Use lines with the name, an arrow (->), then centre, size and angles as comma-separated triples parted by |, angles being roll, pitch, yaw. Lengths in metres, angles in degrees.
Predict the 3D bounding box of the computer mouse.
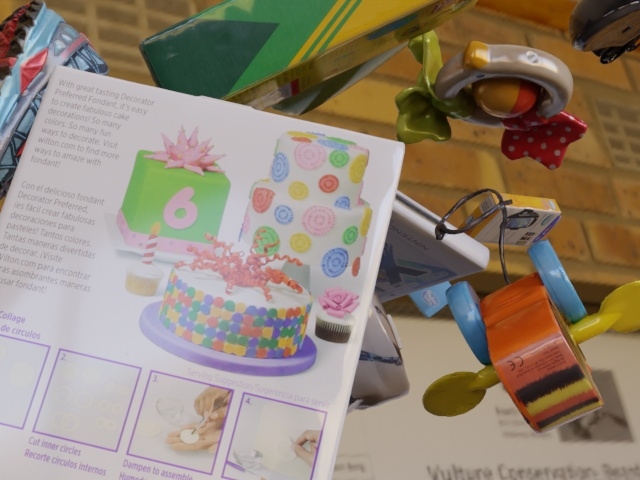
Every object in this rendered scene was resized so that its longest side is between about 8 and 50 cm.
computer mouse -> 0.444, -0.340, 1.500 | 0.188, 0.072, 0.272 | -35, -12, 35

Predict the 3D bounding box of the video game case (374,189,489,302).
video game case -> 0.000, 0.000, 1.311 | 0.300, 0.036, 0.329 | 30, -32, -28

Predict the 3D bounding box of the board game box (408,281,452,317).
board game box -> 0.090, -0.036, 1.662 | 0.064, 0.316, 0.242 | -37, -63, 3

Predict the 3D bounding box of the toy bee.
toy bee -> 0.188, 0.075, 0.820 | 0.195, 0.298, 0.162 | -21, -68, 32

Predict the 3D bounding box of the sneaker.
sneaker -> -0.279, -0.092, 0.947 | 0.125, 0.262, 0.104 | 32, -17, -34

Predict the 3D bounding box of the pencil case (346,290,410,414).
pencil case -> -0.101, 0.165, 0.987 | 0.410, 0.160, 0.183 | -28, -14, -7

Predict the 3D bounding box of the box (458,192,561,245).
box -> 0.267, -0.028, 1.387 | 0.136, 0.028, 0.081 | 3, -38, -34

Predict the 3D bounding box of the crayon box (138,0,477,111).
crayon box -> 0.002, -0.202, 0.941 | 0.318, 0.081, 0.202 | -25, 2, -1

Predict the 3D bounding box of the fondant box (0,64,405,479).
fondant box -> -0.098, 0.074, 0.635 | 0.238, 0.330, 0.096 | 13, -18, 3

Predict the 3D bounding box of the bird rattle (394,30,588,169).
bird rattle -> 0.221, -0.169, 1.229 | 0.253, 0.143, 0.207 | 18, -18, -9

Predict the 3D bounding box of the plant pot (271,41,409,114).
plant pot -> 0.009, -0.320, 1.376 | 0.275, 0.274, 0.293 | 11, -46, -37
